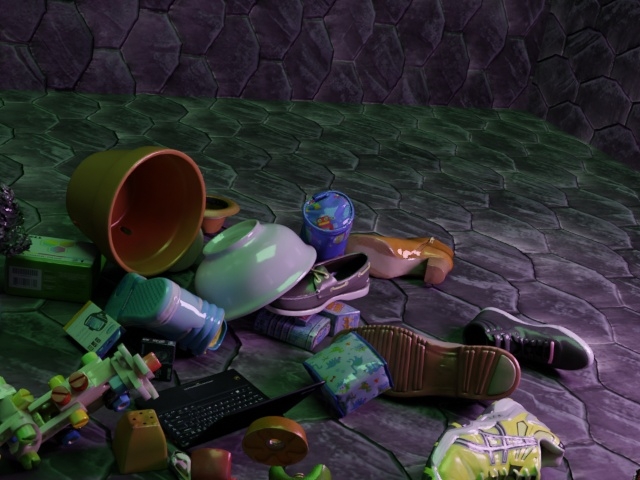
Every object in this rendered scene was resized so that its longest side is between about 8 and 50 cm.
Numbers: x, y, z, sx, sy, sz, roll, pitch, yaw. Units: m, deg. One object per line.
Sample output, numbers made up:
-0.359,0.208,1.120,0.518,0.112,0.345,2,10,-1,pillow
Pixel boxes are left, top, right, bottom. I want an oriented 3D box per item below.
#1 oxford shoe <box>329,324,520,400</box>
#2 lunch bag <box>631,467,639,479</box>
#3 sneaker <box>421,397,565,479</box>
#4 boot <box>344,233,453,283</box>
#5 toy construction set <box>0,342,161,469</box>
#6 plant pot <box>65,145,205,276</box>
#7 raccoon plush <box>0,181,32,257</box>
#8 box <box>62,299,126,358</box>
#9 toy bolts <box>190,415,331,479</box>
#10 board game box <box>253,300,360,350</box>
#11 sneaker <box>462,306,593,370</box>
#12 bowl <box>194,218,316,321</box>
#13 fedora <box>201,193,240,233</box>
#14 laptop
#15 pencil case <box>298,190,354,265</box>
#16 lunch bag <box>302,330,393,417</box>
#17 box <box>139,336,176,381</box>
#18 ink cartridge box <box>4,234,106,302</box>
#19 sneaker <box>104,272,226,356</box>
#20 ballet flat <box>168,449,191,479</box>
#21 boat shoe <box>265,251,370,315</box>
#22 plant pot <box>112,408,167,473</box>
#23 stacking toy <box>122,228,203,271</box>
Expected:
0.215,0.267,1.905,0.397,0.140,0.146,11,-8,15,oxford shoe
0.719,0.455,1.623,0.293,0.120,0.258,7,23,-4,lunch bag
0.301,0.389,1.590,0.147,0.145,0.385,25,29,32,sneaker
0.210,0.032,2.446,0.295,0.104,0.211,17,19,5,boot
-0.416,0.256,1.499,0.328,0.215,0.151,-22,62,-6,toy construction set
-0.431,-0.086,2.053,0.203,0.290,0.291,20,25,33,plant pot
-0.803,0.042,1.879,0.299,0.216,0.446,4,48,23,raccoon plush
-0.456,0.185,1.855,0.136,0.028,0.081,31,72,37,box
-0.109,0.394,1.383,0.229,0.218,0.158,-5,42,9,toy bolts
-0.021,0.172,2.065,0.194,0.060,0.194,17,24,19,board game box
0.450,0.242,2.043,0.296,0.104,0.147,19,26,35,sneaker
-0.169,0.045,2.025,0.298,0.134,0.298,-27,17,9,bowl
-0.312,-0.069,2.482,0.194,0.079,0.194,6,18,-2,fedora
-0.169,0.278,1.670,0.234,0.136,0.264,-11,31,-40,laptop
0.000,0.000,2.177,0.119,0.306,0.133,-25,67,-21,pencil case
0.051,0.257,1.809,0.129,0.096,0.151,-30,43,-14,lunch bag
-0.319,0.233,1.782,0.067,0.083,0.018,9,23,-4,box
-0.601,0.037,2.108,0.189,0.097,0.255,7,24,-5,ink cartridge box
-0.320,0.165,1.924,0.208,0.127,0.319,32,-14,-29,sneaker
-0.218,0.388,1.522,0.041,0.041,0.114,-11,31,-39,ballet flat
-0.001,0.095,2.057,0.305,0.091,0.109,-14,33,-43,boat shoe
-0.305,0.335,1.553,0.081,0.083,0.081,-2,25,-24,plant pot
-0.439,-0.040,2.312,0.141,0.141,0.330,-11,27,-39,stacking toy
